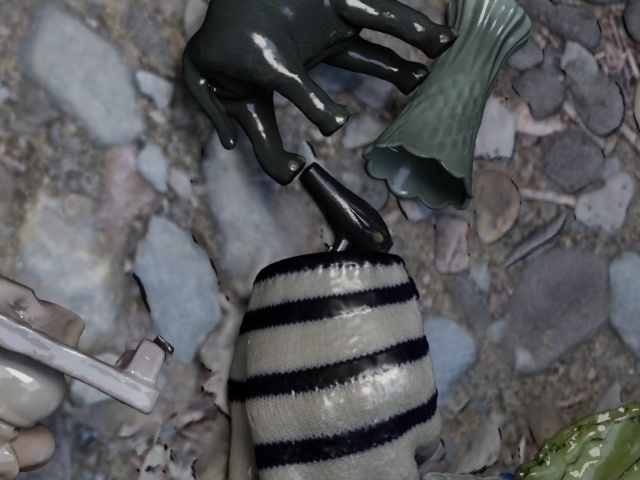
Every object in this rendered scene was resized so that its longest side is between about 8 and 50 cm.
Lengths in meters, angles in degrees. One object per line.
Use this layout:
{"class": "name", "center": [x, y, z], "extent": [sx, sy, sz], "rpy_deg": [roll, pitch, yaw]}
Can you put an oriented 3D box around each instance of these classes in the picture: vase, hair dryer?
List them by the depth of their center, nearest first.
{"class": "hair dryer", "center": [0.000, 0.000, 1.092], "extent": [0.079, 0.031, 0.083], "rpy_deg": [44, 75, -12]}
{"class": "vase", "center": [0.093, -0.102, 1.124], "extent": [0.081, 0.081, 0.148], "rpy_deg": [37, 67, -27]}

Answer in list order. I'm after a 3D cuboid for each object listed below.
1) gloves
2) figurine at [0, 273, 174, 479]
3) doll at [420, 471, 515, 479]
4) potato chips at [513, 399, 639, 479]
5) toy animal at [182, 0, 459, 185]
{"class": "gloves", "center": [0.011, 0.125, 1.023], "extent": [0.140, 0.131, 0.218], "rpy_deg": [-1, 74, -13]}
{"class": "figurine", "center": [-0.200, 0.140, 0.894], "extent": [0.182, 0.144, 0.256], "rpy_deg": [34, 75, -32]}
{"class": "doll", "center": [0.115, 0.210, 1.142], "extent": [0.227, 0.057, 0.114], "rpy_deg": [-10, 91, -30]}
{"class": "potato chips", "center": [0.201, 0.289, 1.157], "extent": [0.429, 0.070, 0.358], "rpy_deg": [-51, 128, -8]}
{"class": "toy animal", "center": [0.021, -0.153, 1.054], "extent": [0.137, 0.082, 0.269], "rpy_deg": [41, 67, 4]}
